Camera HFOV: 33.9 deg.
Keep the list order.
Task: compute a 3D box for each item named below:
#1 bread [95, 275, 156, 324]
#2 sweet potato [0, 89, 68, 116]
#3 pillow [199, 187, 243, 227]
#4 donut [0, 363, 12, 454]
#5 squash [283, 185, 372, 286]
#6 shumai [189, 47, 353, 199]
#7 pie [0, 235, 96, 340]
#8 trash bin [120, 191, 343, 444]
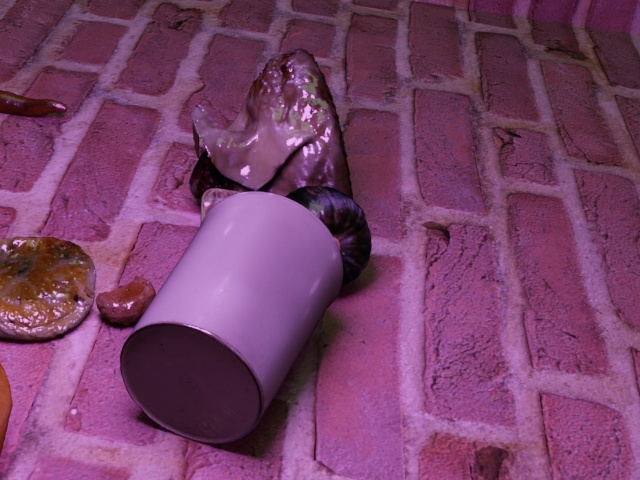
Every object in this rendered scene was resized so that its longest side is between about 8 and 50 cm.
[{"bbox_3d":[-0.350,0.117,1.924,0.113,0.060,0.082,-23,43,-37],"label":"bread"},{"bbox_3d":[-0.741,-0.331,2.543,0.264,0.057,0.057,9,32,1],"label":"sweet potato"},{"bbox_3d":[-0.184,-0.007,2.053,0.130,0.033,0.218,10,60,-2],"label":"pillow"},{"bbox_3d":[-0.638,0.263,1.528,0.360,0.170,0.360,10,27,-5],"label":"donut"},{"bbox_3d":[-0.002,-0.002,2.059,0.218,0.218,0.172,-23,10,-40],"label":"squash"},{"bbox_3d":[-0.119,-0.176,2.250,0.348,0.395,0.395,-19,36,-2],"label":"shumai"},{"bbox_3d":[-0.544,0.079,1.920,0.276,0.079,0.277,5,33,-3],"label":"pie"},{"bbox_3d":[-0.137,0.112,1.791,0.280,0.280,0.432,15,36,11],"label":"trash bin"}]
